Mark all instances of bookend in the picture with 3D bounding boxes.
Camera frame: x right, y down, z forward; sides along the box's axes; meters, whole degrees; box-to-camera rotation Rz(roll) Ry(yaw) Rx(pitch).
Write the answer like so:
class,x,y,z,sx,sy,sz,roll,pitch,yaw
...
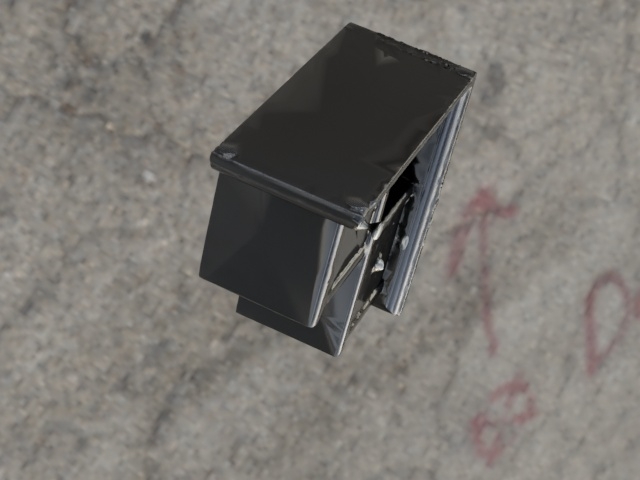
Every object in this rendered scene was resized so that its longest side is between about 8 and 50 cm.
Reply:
class,x,y,z,sx,sy,sz,roll,pitch,yaw
bookend,0.000,0.000,0.711,0.157,0.072,0.156,-50,159,-53
